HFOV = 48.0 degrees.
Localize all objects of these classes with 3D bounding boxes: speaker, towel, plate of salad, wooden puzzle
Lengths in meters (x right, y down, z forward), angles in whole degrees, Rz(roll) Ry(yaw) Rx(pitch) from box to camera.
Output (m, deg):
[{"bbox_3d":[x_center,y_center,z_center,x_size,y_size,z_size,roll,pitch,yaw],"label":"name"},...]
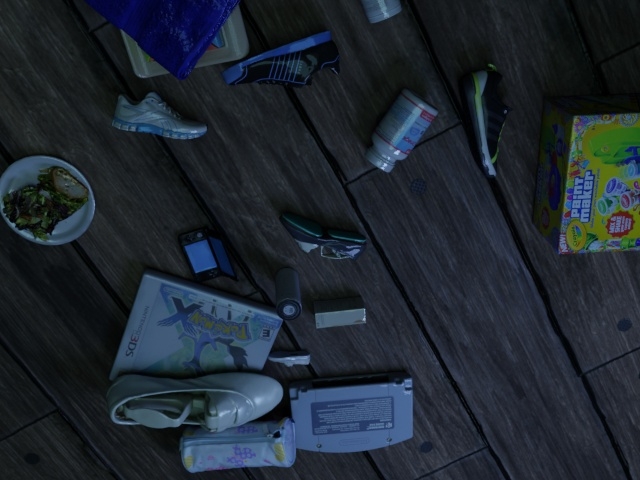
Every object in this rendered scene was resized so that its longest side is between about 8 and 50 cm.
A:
[{"bbox_3d":[-0.071,0.114,1.566,0.055,0.136,0.055,-2,118,-4],"label":"speaker"},{"bbox_3d":[-0.310,-0.459,1.277,0.308,0.076,0.228,40,119,-6],"label":"towel"},{"bbox_3d":[-0.573,-0.078,1.496,0.199,0.048,0.200,-2,114,-4],"label":"plate of salad"},{"bbox_3d":[-0.273,-0.429,1.346,0.238,0.044,0.221,-8,114,14],"label":"wooden puzzle"}]

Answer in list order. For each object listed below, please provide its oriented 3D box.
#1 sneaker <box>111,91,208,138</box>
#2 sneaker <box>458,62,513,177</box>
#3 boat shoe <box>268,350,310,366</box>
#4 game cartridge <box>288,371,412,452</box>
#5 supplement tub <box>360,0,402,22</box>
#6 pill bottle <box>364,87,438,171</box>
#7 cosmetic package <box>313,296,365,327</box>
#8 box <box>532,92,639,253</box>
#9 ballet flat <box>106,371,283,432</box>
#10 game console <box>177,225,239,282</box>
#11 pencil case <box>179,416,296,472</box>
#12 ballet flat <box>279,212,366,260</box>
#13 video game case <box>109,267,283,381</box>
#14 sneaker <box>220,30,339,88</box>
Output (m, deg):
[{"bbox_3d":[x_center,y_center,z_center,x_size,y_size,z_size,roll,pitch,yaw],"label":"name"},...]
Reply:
[{"bbox_3d":[-0.317,-0.251,1.431,0.190,0.071,0.083,8,107,-8],"label":"sneaker"},{"bbox_3d":[0.353,-0.241,1.473,0.097,0.084,0.235,-16,113,1],"label":"sneaker"},{"bbox_3d":[-0.074,0.281,1.693,0.100,0.035,0.035,-2,111,-11],"label":"boat shoe"},{"bbox_3d":[0.076,0.424,1.755,0.297,0.062,0.198,-4,118,-2],"label":"game cartridge"},{"bbox_3d":[0.105,-0.476,1.363,0.071,0.071,0.107,-21,113,5],"label":"supplement tub"},{"bbox_3d":[0.160,-0.222,1.465,0.087,0.087,0.160,30,109,-15],"label":"pill bottle"},{"bbox_3d":[0.043,0.164,1.637,0.115,0.060,0.041,-5,114,0],"label":"cosmetic package"},{"bbox_3d":[0.609,-0.142,1.485,0.279,0.177,0.290,-3,113,-2],"label":"box"},{"bbox_3d":[-0.285,0.377,1.627,0.400,0.139,0.139,2,113,-4],"label":"ballet flat"},{"bbox_3d":[-0.243,0.039,1.556,0.107,0.071,0.122,-17,113,3],"label":"game console"},{"bbox_3d":[-0.192,0.484,1.698,0.273,0.124,0.114,-8,73,14],"label":"pencil case"},{"bbox_3d":[0.000,0.000,1.560,0.203,0.074,0.074,16,111,-13],"label":"ballet flat"},{"bbox_3d":[-0.287,0.242,1.655,0.329,0.036,0.300,18,112,-12],"label":"video game case"},{"bbox_3d":[-0.074,-0.332,1.405,0.232,0.081,0.090,-19,106,3],"label":"sneaker"}]
